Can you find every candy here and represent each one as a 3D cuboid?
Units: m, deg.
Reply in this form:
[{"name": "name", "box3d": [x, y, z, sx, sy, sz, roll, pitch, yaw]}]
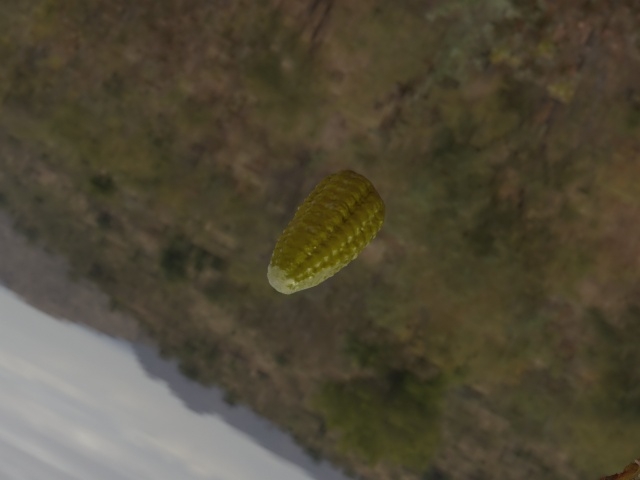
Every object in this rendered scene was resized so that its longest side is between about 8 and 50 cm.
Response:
[{"name": "candy", "box3d": [0.000, 0.000, 1.809, 0.106, 0.199, 0.094, -15, 115, 43]}]

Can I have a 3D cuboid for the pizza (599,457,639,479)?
[{"name": "pizza", "box3d": [0.502, 0.306, 1.683, 0.439, 0.406, 0.130, 22, -154, 12]}]
